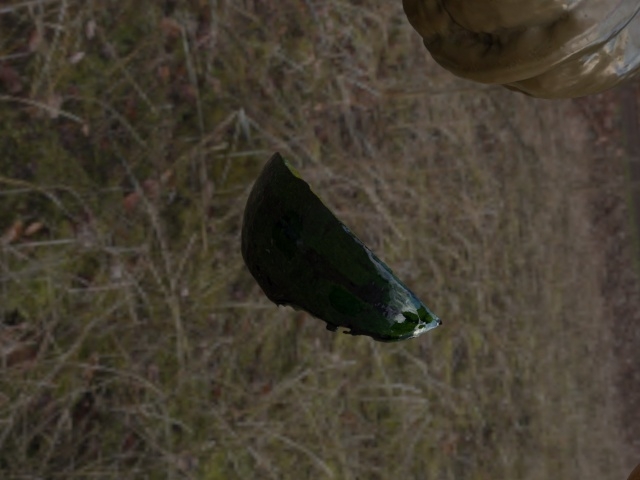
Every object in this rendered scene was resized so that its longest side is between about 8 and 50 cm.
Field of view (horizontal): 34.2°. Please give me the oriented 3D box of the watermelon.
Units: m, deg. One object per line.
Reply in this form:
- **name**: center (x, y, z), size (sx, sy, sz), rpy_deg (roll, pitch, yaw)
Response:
- **watermelon**: center (0.000, 0.000, 1.048), size (0.129, 0.301, 0.123), rpy_deg (6, 117, -40)

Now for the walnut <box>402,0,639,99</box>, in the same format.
- **walnut**: center (0.132, -0.157, 0.630), size (0.149, 0.166, 0.166), rpy_deg (-61, 150, -15)

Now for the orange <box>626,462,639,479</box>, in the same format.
- **orange**: center (0.349, 0.272, 0.842), size (0.246, 0.246, 0.246), rpy_deg (-5, 90, -71)
